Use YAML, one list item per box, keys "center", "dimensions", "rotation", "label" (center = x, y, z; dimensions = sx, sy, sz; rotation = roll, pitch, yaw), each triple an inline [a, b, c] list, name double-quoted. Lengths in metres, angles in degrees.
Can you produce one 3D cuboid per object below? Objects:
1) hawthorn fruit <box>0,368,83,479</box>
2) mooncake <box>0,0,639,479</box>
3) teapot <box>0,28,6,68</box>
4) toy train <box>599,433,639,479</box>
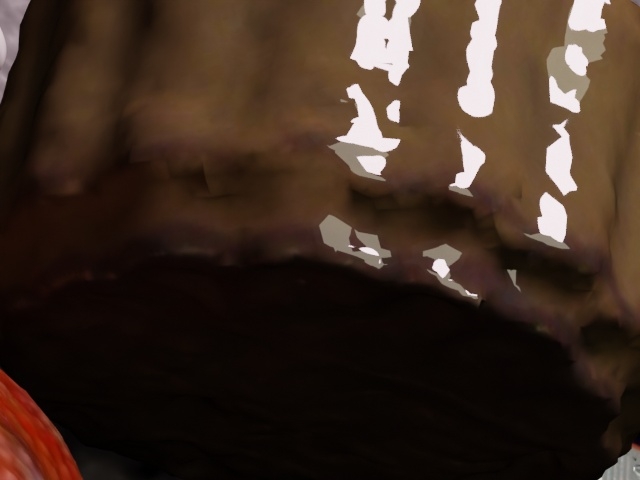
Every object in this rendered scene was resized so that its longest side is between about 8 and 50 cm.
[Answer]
- center: [-0.205, 0.137, 0.490]
  dimensions: [0.284, 0.284, 0.284]
  rotation: [20, 55, -30]
  label: "hawthorn fruit"
- center: [0.001, 0.000, 0.686]
  dimensions: [0.324, 0.324, 0.187]
  rotation: [25, 59, -27]
  label: "mooncake"
- center: [-0.253, -0.154, 0.724]
  dimensions: [0.245, 0.116, 0.159]
  rotation: [42, 35, -21]
  label: "teapot"
- center: [0.147, 0.255, 0.818]
  dimensions: [0.086, 0.089, 0.409]
  rotation: [26, 52, -19]
  label: "toy train"
